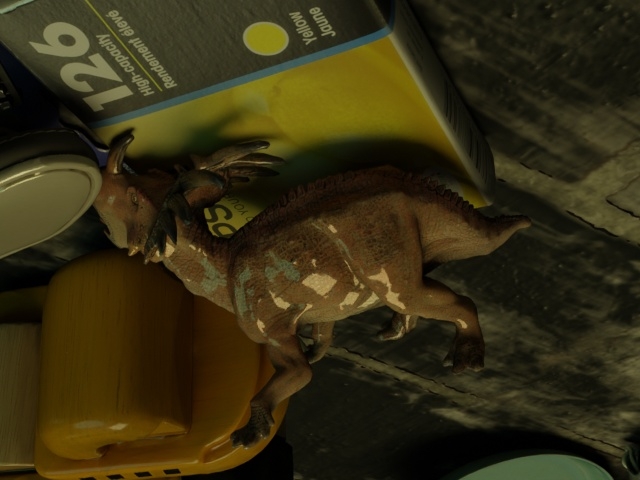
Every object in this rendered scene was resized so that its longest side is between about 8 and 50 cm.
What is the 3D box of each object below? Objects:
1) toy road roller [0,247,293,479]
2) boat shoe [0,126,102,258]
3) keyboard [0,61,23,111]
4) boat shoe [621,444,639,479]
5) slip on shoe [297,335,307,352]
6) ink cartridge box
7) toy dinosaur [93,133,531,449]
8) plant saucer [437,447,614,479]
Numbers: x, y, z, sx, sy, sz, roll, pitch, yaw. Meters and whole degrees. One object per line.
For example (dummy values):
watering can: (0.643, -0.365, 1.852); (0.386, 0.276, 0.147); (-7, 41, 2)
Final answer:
toy road roller: (-0.181, 0.113, 0.879); (0.329, 0.203, 0.240); (-9, 157, 18)
boat shoe: (-0.266, -0.025, 0.775); (0.112, 0.096, 0.335); (-4, 163, -40)
keyboard: (-0.278, -0.073, 0.666); (0.180, 0.023, 0.108); (-17, 155, -3)
boat shoe: (0.403, 0.250, 1.225); (0.099, 0.116, 0.319); (41, 161, 19)
slip on shoe: (-0.163, 0.148, 1.063); (0.331, 0.101, 0.123); (-13, 142, 19)
ink cartridge box: (-0.076, -0.091, 0.727); (0.307, 0.072, 0.303); (-16, 143, 21)
toy dinosaur: (0.000, 0.000, 0.710); (0.295, 0.127, 0.200); (-17, 108, 0)
plant saucer: (0.216, 0.363, 1.327); (0.317, 0.044, 0.318); (-10, 128, -13)
